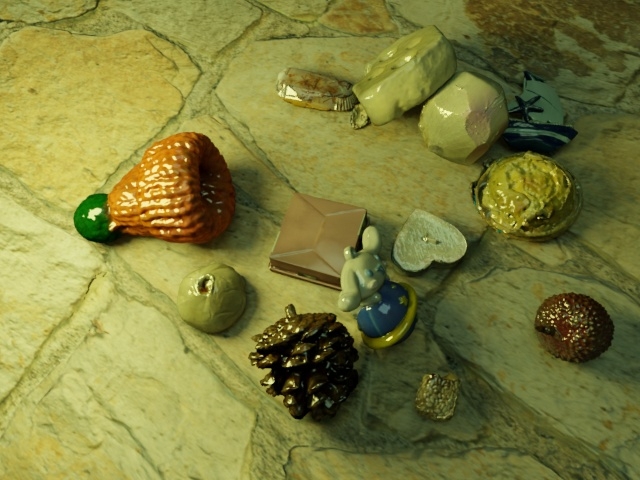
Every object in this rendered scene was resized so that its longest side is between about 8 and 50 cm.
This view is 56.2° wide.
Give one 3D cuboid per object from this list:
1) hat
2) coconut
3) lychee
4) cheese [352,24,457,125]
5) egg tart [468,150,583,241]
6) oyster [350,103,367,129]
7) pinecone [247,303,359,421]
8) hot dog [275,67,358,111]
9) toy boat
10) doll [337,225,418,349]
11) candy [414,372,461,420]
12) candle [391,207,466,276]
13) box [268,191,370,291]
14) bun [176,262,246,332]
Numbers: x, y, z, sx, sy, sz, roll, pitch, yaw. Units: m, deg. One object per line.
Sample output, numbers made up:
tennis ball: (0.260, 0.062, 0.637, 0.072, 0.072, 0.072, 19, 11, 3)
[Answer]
hat: (-0.427, -0.100, 1.560, 0.400, 0.285, 0.285, -14, 61, 27)
coconut: (0.366, -0.315, 1.570, 0.227, 0.227, 0.230, 39, 70, 19)
lychee: (0.562, 0.196, 1.348, 0.197, 0.165, 0.165, -11, 61, -30)
cheese: (0.214, -0.442, 1.615, 0.326, 0.318, 0.115, -49, 115, -24)
egg tart: (0.531, -0.132, 1.538, 0.290, 0.107, 0.291, -1, 64, 3)
oyster: (0.112, -0.352, 1.720, 0.054, 0.019, 0.083, 20, 72, 0)
pinecone: (-0.023, 0.265, 1.320, 0.257, 0.243, 0.243, 45, 75, 4)
hot dog: (-0.013, -0.435, 1.744, 0.252, 0.069, 0.131, 14, 57, 7)
toy boat: (0.575, -0.359, 1.669, 0.210, 0.070, 0.292, -10, 61, -6)
doll: (0.121, 0.115, 1.417, 0.242, 0.159, 0.311, 32, 41, -20)
candy: (0.262, 0.346, 1.344, 0.095, 0.085, 0.110, 13, 76, 3)
candle: (0.262, 0.002, 1.514, 0.192, 0.068, 0.169, -11, 68, -3)
box: (0.000, 0.000, 1.524, 0.215, 0.086, 0.215, 16, 68, 11)
bun: (-0.267, 0.132, 1.464, 0.166, 0.113, 0.173, 12, 68, 9)
